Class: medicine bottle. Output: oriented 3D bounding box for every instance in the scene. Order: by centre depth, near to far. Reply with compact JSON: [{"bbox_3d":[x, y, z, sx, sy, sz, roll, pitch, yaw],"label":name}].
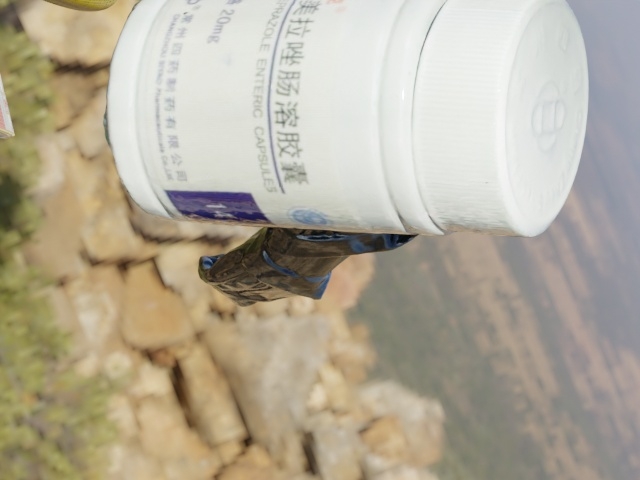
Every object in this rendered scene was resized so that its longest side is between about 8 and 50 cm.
[{"bbox_3d":[0.023,-0.101,1.439,0.190,0.332,0.190,3,90,-65],"label":"medicine bottle"}]

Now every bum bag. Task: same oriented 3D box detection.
[{"bbox_3d":[0.000,0.000,1.687,0.142,0.326,0.079,-3,73,-32],"label":"bum bag"}]

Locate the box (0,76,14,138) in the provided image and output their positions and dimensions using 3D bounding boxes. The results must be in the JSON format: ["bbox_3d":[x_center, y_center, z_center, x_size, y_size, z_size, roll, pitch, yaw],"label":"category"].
[{"bbox_3d":[-0.223,-0.094,1.241,0.083,0.012,0.046,28,47,-83],"label":"box"}]

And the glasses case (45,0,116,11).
[{"bbox_3d":[-0.238,-0.232,1.478,0.079,0.064,0.234,39,9,27],"label":"glasses case"}]
